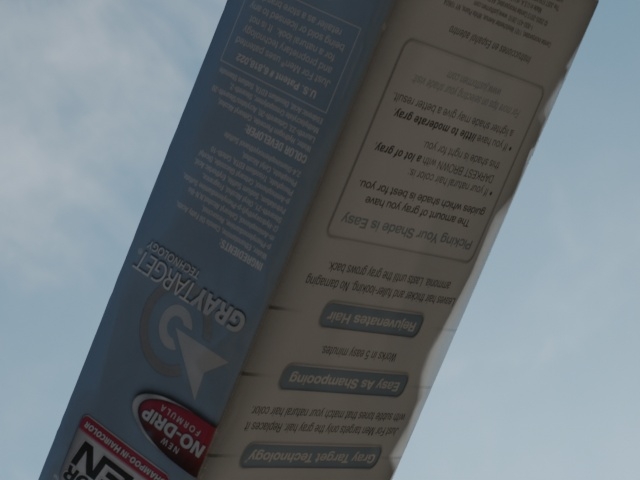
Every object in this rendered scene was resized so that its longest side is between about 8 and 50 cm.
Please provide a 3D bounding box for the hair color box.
[{"bbox_3d":[0.000,0.000,0.941,0.185,0.114,0.374,10,-75,-52],"label":"hair color box"}]
